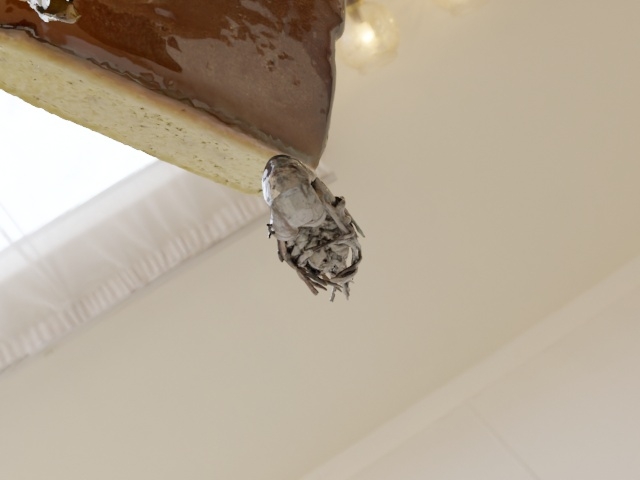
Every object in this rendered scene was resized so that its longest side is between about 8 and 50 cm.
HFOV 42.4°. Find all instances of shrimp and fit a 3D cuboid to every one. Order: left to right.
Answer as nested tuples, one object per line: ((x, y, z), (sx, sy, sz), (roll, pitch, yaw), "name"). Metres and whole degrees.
((0.000, 0.000, 0.564), (0.056, 0.165, 0.065), (-26, -135, 7), "shrimp")

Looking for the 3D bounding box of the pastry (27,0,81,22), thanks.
((-0.189, -0.203, 0.427), (0.250, 0.154, 0.103), (125, -16, -74), "pastry")

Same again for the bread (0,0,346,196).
((-0.145, -0.238, 0.832), (0.143, 0.332, 0.324), (-37, -141, 50), "bread")
